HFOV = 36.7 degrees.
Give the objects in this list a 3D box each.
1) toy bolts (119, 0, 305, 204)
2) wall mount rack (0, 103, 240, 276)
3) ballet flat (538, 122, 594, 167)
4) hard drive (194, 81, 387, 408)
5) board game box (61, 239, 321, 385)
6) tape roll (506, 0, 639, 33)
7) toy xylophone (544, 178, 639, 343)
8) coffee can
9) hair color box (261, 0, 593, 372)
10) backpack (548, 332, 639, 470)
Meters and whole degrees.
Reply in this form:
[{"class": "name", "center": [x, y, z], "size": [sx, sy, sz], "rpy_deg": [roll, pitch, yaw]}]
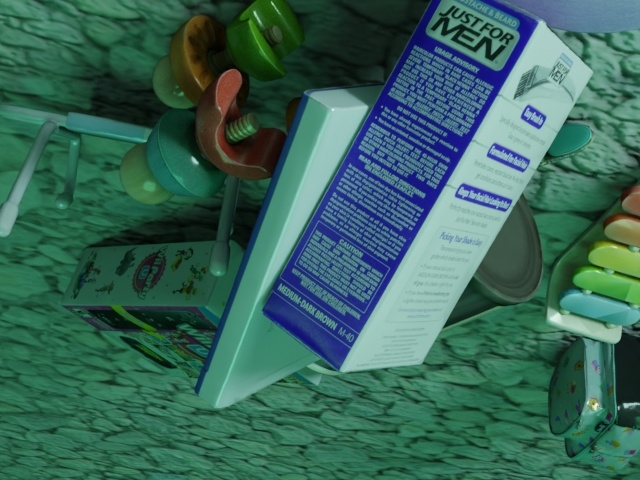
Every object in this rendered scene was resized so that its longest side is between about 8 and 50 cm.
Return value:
[{"class": "toy bolts", "center": [-0.091, -0.101, 0.952], "size": [0.159, 0.228, 0.218], "rpy_deg": [-21, 115, 30]}, {"class": "wall mount rack", "center": [-0.192, -0.059, 1.028], "size": [0.350, 0.130, 0.304], "rpy_deg": [10, -176, -4]}, {"class": "ballet flat", "center": [0.255, -0.104, 1.092], "size": [0.114, 0.041, 0.041], "rpy_deg": [-18, 137, 26]}, {"class": "hard drive", "center": [0.000, 0.000, 0.941], "size": [0.040, 0.210, 0.318], "rpy_deg": [34, 117, 24]}, {"class": "board game box", "center": [-0.165, 0.100, 1.292], "size": [0.303, 0.097, 0.224], "rpy_deg": [-5, 146, 42]}, {"class": "tape roll", "center": [0.243, -0.303, 0.787], "size": [0.275, 0.090, 0.274], "rpy_deg": [3, 142, 3]}, {"class": "toy xylophone", "center": [0.429, 0.018, 1.185], "size": [0.236, 0.081, 0.322], "rpy_deg": [11, 143, -8]}, {"class": "coffee can", "center": [0.091, 0.025, 1.140], "size": [0.275, 0.201, 0.201], "rpy_deg": [-28, 131, 37]}, {"class": "hair color box", "center": [0.102, -0.049, 0.889], "size": [0.338, 0.110, 0.185], "rpy_deg": [-60, 154, 11]}, {"class": "backpack", "center": [0.410, 0.238, 1.404], "size": [0.145, 0.165, 0.188], "rpy_deg": [7, 139, 1]}]
